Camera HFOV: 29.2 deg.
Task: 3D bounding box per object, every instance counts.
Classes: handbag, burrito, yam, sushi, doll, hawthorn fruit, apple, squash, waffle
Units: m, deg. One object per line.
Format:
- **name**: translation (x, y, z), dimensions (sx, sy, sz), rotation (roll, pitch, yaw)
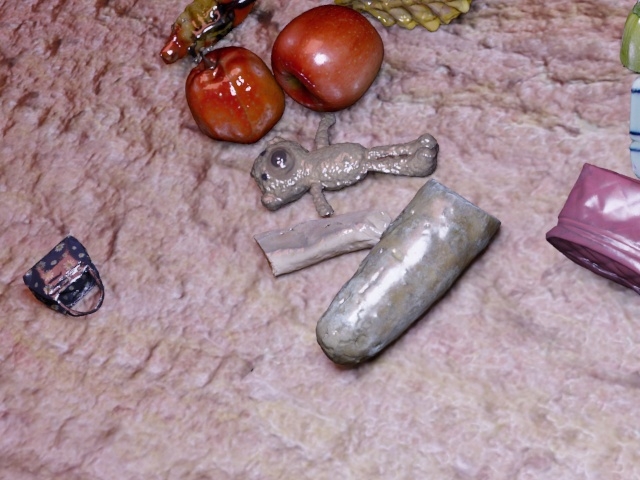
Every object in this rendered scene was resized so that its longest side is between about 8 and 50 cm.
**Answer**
- **handbag**: translation (-0.404, 0.072, 2.009), dimensions (0.115, 0.072, 0.139), rotation (-43, 55, -15)
- **burrito**: translation (0.000, 0.000, 1.891), dimensions (0.226, 0.060, 0.087), rotation (-14, 47, 15)
- **yam**: translation (0.118, 0.044, 1.767), dimensions (0.330, 0.133, 0.133), rotation (-46, 52, -11)
- **sushi**: translation (-0.209, -0.405, 2.258), dimensions (0.226, 0.103, 0.097), rotation (-40, 77, -11)
- **doll**: translation (0.032, -0.114, 1.955), dimensions (0.286, 0.091, 0.202), rotation (20, 75, 23)
- **hawthorn fruit**: translation (-0.154, -0.256, 2.060), dimensions (0.157, 0.194, 0.157), rotation (-20, 42, 19)
- **apple**: translation (0.012, -0.303, 2.027), dimensions (0.181, 0.181, 0.168), rotation (31, 77, 37)
- **squash**: translation (0.500, -0.332, 1.869), dimensions (0.105, 0.132, 0.105), rotation (-11, 51, 14)
- **handbag**: translation (0.421, 0.000, 1.641), dimensions (0.225, 0.146, 0.135), rotation (28, 85, 37)
- **waffle**: translation (0.124, -0.479, 2.057), dimensions (0.324, 0.261, 0.151), rotation (17, 72, 35)

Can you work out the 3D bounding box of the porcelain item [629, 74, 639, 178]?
- **porcelain item**: translation (0.564, -0.160, 1.631), dimensions (0.281, 0.157, 0.286), rotation (2, 17, 22)
